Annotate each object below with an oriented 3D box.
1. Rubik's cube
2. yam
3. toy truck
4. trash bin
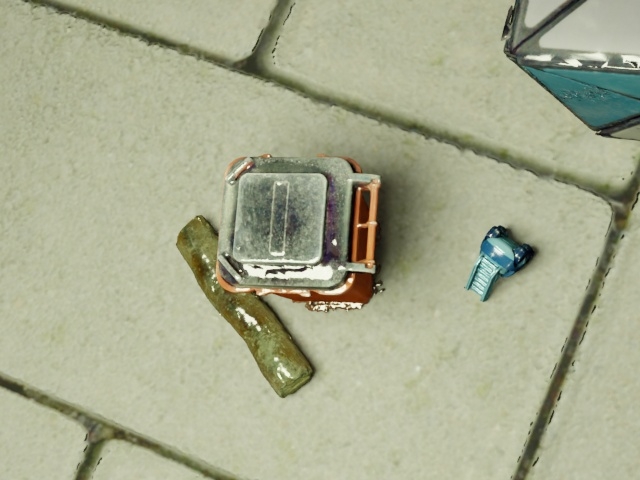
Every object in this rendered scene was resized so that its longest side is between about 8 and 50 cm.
[{"bbox_3d":[0.402,-0.272,1.353,0.305,0.307,0.310,8,82,31],"label":"Rubik's cube"},{"bbox_3d":[-0.100,0.080,1.578,0.061,0.061,0.253,-38,73,5],"label":"yam"},{"bbox_3d":[0.205,0.031,1.509,0.056,0.073,0.090,40,105,17],"label":"toy truck"},{"bbox_3d":[0.000,0.000,1.475,0.184,0.239,0.161,1,78,17],"label":"trash bin"}]
